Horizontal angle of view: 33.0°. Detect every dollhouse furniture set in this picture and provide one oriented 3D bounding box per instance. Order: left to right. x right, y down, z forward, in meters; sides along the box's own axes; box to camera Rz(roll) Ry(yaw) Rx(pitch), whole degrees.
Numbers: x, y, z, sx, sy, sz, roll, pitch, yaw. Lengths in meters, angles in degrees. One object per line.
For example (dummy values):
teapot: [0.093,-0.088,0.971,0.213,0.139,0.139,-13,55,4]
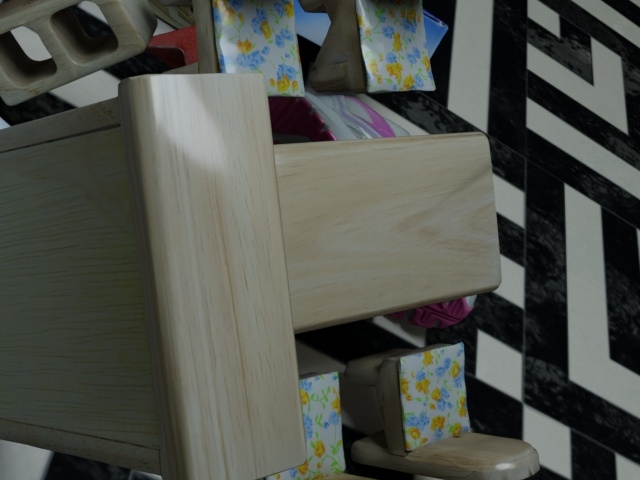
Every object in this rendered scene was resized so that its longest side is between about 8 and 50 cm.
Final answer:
dollhouse furniture set: [-0.193,-0.192,0.802,0.201,0.152,0.374,-83,150,-50]
dollhouse furniture set: [0.000,0.000,0.642,0.394,0.256,0.362,-8,94,-41]

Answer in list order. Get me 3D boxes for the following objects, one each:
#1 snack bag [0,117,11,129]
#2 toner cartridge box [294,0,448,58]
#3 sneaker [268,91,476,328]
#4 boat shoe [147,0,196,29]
snack bag: [-0.286,-0.054,0.578,0.323,0.037,0.342,-89,155,-43]
toner cartridge box: [-0.063,-0.262,0.994,0.348,0.075,0.165,24,17,-23]
sneaker: [0.060,-0.040,0.946,0.111,0.103,0.252,-26,77,-46]
boat shoe: [-0.117,-0.216,0.984,0.135,0.045,0.050,42,41,-4]
